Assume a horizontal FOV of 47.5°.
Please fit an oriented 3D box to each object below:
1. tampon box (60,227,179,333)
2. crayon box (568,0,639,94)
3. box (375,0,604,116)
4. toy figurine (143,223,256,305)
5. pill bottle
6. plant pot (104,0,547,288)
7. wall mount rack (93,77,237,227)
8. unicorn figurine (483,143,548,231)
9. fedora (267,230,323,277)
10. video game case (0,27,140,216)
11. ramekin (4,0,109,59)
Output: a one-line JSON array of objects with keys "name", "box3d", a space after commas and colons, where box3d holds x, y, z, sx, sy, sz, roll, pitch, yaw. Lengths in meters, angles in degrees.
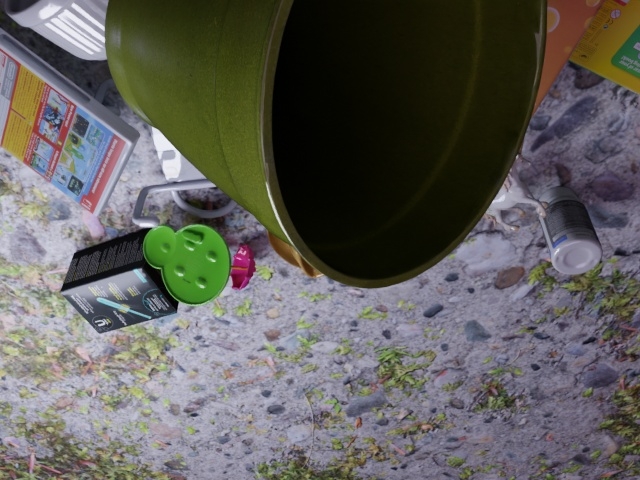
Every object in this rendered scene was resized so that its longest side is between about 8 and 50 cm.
[{"name": "tampon box", "box3d": [-0.338, 0.071, 1.258, 0.161, 0.101, 0.120, -16, 130, 15]}, {"name": "crayon box", "box3d": [0.444, -0.282, 0.953, 0.279, 0.081, 0.165, 19, 130, -17]}, {"name": "box", "box3d": [0.171, -0.244, 0.927, 0.215, 0.168, 0.345, 13, 131, -12]}, {"name": "toy figurine", "box3d": [-0.183, 0.036, 1.217, 0.173, 0.159, 0.130, 24, 95, 24]}, {"name": "pill bottle", "box3d": [0.392, -0.019, 1.156, 0.078, 0.137, 0.078, 0, 133, 0]}, {"name": "plant pot", "box3d": [-0.029, -0.185, 0.730, 0.353, 0.366, 0.366, 25, 148, 40]}, {"name": "wall mount rack", "box3d": [-0.148, -0.135, 1.051, 0.304, 0.130, 0.350, -5, 133, 4]}, {"name": "unicorn figurine", "box3d": [0.306, -0.074, 1.155, 0.111, 0.060, 0.162, 33, 130, -15]}, {"name": "fedora", "box3d": [0.000, 0.000, 1.210, 0.195, 0.079, 0.194, 0, 133, 0]}, {"name": "video game case", "box3d": [-0.395, -0.172, 0.995, 0.285, 0.025, 0.204, 38, 140, -7]}, {"name": "ramekin", "box3d": [-0.257, -0.308, 0.848, 0.207, 0.207, 0.109, -28, 135, 23]}]
